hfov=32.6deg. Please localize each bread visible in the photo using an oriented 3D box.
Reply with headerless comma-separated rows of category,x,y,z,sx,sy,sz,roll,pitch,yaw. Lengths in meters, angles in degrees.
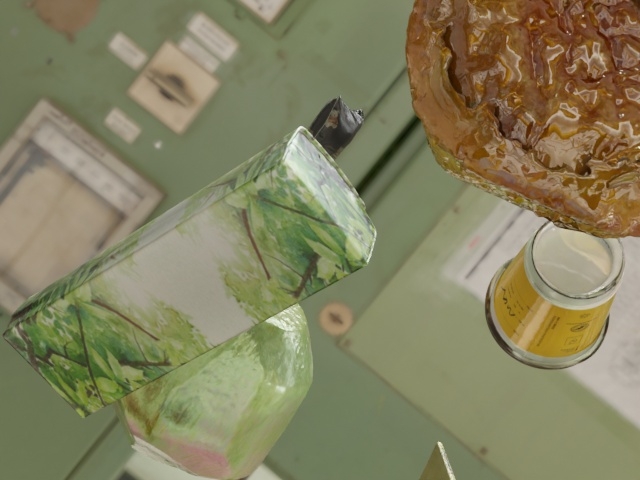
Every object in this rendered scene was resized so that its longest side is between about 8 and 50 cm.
bread,0.257,-0.164,1.113,0.358,0.337,0.204,27,-19,1

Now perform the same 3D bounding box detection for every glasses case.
glasses case,-0.096,0.028,0.771,0.095,0.272,0.062,51,29,-19

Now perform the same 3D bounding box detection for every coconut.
coconut,-0.122,0.133,1.114,0.236,0.236,0.204,40,16,6

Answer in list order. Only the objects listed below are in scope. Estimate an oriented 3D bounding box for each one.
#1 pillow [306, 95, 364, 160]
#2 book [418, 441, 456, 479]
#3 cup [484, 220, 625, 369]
pillow,0.004,-0.146,1.648,0.090,0.150,0.048,31,13,-45
book,0.127,0.358,1.297,0.013,0.168,0.192,18,21,-14
cup,0.353,0.071,1.623,0.196,0.196,0.279,41,-17,16
